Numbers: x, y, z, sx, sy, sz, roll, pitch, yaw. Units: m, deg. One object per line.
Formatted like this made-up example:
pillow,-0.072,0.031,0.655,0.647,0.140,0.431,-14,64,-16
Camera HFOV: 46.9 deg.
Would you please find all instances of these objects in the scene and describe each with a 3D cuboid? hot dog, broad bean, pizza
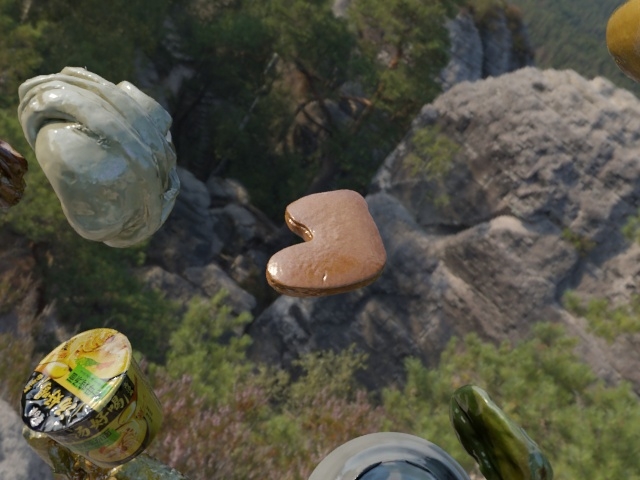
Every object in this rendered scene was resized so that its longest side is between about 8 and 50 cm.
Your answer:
hot dog,-0.567,-0.143,1.104,0.259,0.114,0.175,23,0,-17
broad bean,0.284,0.327,1.180,0.072,0.153,0.207,-31,80,-37
pizza,-0.306,0.365,1.106,0.257,0.268,0.087,27,61,6

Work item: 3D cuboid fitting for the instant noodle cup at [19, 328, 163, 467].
instant noodle cup,-0.277,0.203,0.921,0.151,0.151,0.122,-109,176,-50

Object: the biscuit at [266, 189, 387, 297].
biscuit,0.000,0.000,1.116,0.186,0.036,0.192,-8,50,-13

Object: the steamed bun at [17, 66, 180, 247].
steamed bun,-0.386,-0.166,1.385,0.339,0.247,0.352,62,-9,18

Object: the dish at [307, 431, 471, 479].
dish,0.119,0.441,1.157,0.316,0.106,0.317,3,59,-4

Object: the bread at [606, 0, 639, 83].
bread,0.424,-0.240,0.899,0.147,0.098,0.217,36,6,4
